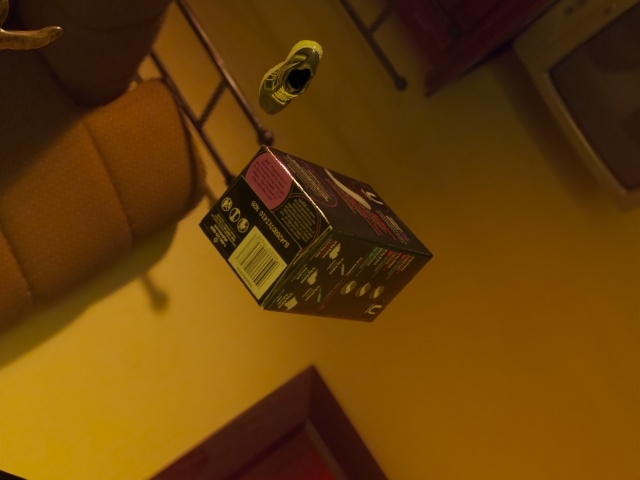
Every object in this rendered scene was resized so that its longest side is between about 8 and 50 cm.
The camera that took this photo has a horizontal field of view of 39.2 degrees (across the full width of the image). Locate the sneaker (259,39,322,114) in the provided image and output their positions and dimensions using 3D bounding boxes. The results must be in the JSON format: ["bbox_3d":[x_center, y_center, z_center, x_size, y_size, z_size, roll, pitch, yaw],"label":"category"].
[{"bbox_3d":[-0.029,-0.132,0.755,0.083,0.031,0.035,-48,-155,42],"label":"sneaker"}]

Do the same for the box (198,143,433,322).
[{"bbox_3d":[0.000,0.000,1.207,0.143,0.165,0.270,-49,149,18],"label":"box"}]

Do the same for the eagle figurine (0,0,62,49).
[{"bbox_3d":[-0.480,-0.218,0.977,0.298,0.225,0.226,14,173,32],"label":"eagle figurine"}]

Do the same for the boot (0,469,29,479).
[{"bbox_3d":[-0.490,0.298,1.250,0.094,0.247,0.207,49,-55,59],"label":"boot"}]
